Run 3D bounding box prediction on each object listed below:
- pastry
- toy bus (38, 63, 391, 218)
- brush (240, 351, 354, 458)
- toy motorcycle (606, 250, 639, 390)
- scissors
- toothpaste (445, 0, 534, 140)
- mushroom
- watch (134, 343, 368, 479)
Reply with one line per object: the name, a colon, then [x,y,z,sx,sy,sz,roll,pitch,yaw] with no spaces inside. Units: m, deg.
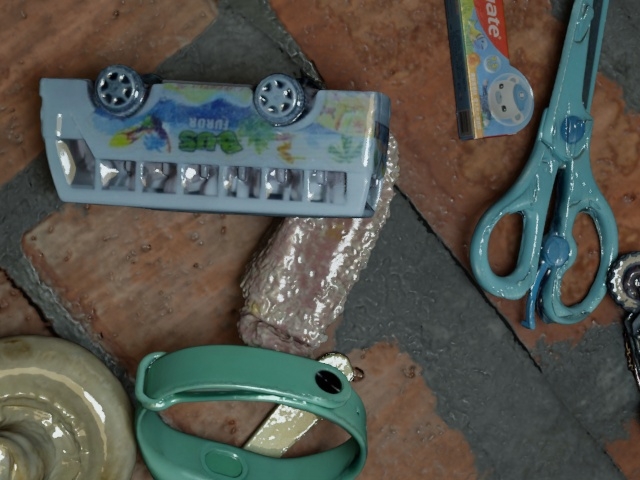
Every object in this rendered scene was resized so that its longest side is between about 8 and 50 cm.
pastry: [-0.004,0.004,1.309,0.103,0.112,0.265,29,77,-7]
toy bus: [-0.101,-0.093,1.243,0.330,0.109,0.136,3,93,12]
brush: [-0.086,0.244,1.348,0.085,0.020,0.336,45,85,-7]
toy motorcycle: [0.378,0.107,1.379,0.118,0.084,0.212,-16,93,0]
scissors: [0.257,-0.100,1.352,0.180,0.032,0.392,10,92,-29]
toothpaste: [0.173,-0.203,1.355,0.070,0.044,0.193,-7,94,-12]
mushroom: [-0.276,0.182,1.235,0.206,0.209,0.206,2,66,-5]
watch: [-0.073,0.180,1.246,0.237,0.068,0.195,20,132,-16]
